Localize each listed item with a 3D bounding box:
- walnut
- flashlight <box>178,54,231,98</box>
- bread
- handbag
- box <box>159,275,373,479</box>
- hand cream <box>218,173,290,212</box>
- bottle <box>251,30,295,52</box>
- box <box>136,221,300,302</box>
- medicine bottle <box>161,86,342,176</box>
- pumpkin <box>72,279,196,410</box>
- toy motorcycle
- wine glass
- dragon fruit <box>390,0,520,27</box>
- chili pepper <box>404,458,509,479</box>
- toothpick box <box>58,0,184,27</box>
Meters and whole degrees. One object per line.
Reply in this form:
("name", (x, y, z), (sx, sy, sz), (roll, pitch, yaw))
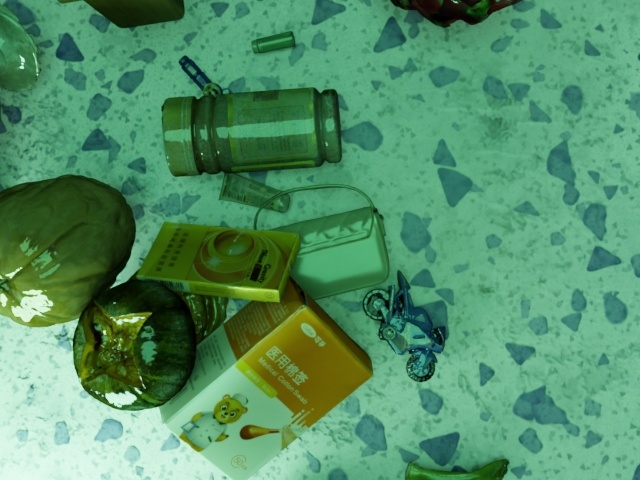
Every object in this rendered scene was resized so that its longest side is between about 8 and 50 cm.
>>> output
("walnut", (-0.487, 0.015, 1.693), (0.252, 0.313, 0.277), (28, 115, 7))
("flashlight", (-0.232, -0.313, 1.803), (0.057, 0.035, 0.121), (-42, 88, 4))
("bread", (-0.301, 0.143, 1.767), (0.198, 0.120, 0.236), (43, 91, 8))
("handbag", (0.000, 0.000, 1.760), (0.256, 0.079, 0.219), (-13, 95, 5))
("box", (-0.104, 0.253, 1.699), (0.341, 0.143, 0.225), (-40, 121, 4))
("hand cream", (-0.128, -0.088, 1.801), (0.143, 0.039, 0.061), (18, 102, 12))
("bottle", (-0.092, -0.385, 1.795), (0.083, 0.030, 0.030), (-11, 89, 5))
("box", (-0.184, 0.037, 1.690), (0.269, 0.043, 0.152), (6, 46, 13))
("medicine bottle", (-0.125, -0.205, 1.738), (0.323, 0.151, 0.151), (-4, 90, 4))
("pumpkin", (-0.322, 0.187, 1.625), (0.238, 0.159, 0.238), (-1, 88, 30))
("toy motorcycle", (0.171, 0.166, 1.762), (0.114, 0.076, 0.205), (-34, 86, -5))
("wine glass", (-0.678, -0.277, 1.682), (0.238, 0.323, 0.238), (11, 131, 13))
("dragon fruit", (0.243, -0.535, 1.639), (0.329, 0.329, 0.329), (0, 90, 4))
("chili pepper", (0.263, 0.452, 1.768), (0.202, 0.050, 0.052), (-1, 127, 2))
("toothpick box", (-0.357, -0.500, 1.675), (0.190, 0.308, 0.187), (-9, 90, 3))
